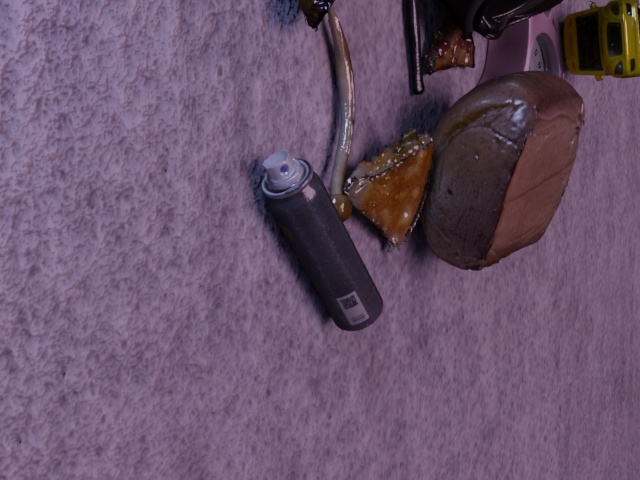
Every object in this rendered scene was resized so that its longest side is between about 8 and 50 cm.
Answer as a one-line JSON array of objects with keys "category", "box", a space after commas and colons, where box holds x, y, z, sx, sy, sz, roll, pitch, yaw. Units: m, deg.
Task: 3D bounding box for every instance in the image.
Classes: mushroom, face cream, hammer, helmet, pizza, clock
[{"category": "mushroom", "box": [0.025, -0.173, 1.380, 0.068, 0.043, 0.306, 78, 11, -82]}, {"category": "face cream", "box": [0.000, 0.000, 1.322, 0.073, 0.073, 0.284, -61, 139, -35]}, {"category": "hammer", "box": [0.140, -0.341, 1.563, 0.103, 0.029, 0.247, -31, 118, -52]}, {"category": "helmet", "box": [0.285, -0.441, 1.624, 0.177, 0.225, 0.305, 55, 35, 9]}, {"category": "pizza", "box": [0.082, -0.072, 1.468, 0.195, 0.052, 0.185, 0, 109, -50]}, {"category": "clock", "box": [0.342, -0.320, 1.828, 0.275, 0.080, 0.290, -42, 126, -48]}]

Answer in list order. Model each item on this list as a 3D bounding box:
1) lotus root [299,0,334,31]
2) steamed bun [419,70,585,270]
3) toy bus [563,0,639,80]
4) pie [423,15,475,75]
[{"category": "lotus root", "box": [0.028, -0.410, 1.314, 0.078, 0.167, 0.329, 25, 64, -9]}, {"category": "steamed bun", "box": [0.253, -0.122, 1.597, 0.251, 0.199, 0.301, -21, 134, -46]}, {"category": "toy bus", "box": [0.531, -0.375, 1.968, 0.330, 0.152, 0.144, -41, 126, -76]}, {"category": "pie", "box": [0.207, -0.308, 1.660, 0.170, 0.034, 0.092, -26, 117, -53]}]
